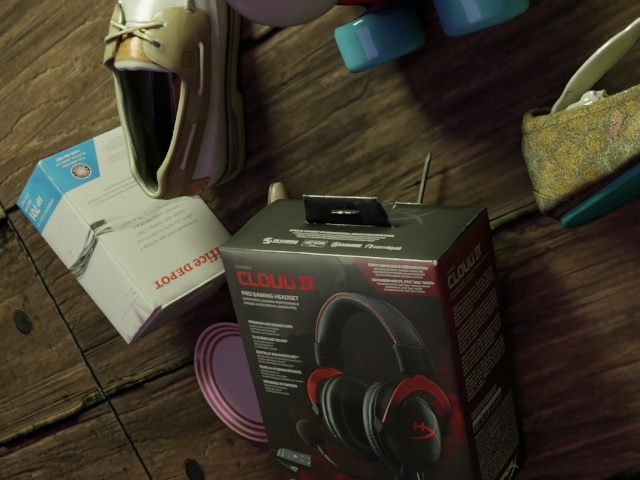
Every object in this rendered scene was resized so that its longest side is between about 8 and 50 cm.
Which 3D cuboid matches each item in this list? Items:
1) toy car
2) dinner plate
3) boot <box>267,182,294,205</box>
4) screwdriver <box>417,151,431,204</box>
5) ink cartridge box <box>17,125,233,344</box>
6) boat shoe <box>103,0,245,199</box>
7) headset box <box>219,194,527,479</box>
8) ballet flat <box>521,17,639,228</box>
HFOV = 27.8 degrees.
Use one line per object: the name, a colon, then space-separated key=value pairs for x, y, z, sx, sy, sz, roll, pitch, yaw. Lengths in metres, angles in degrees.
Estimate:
toy car: x=0.006 y=-0.230 z=0.968 sx=0.210 sy=0.238 sz=0.219 roll=-13 pitch=103 yaw=43
dinner plate: x=-0.078 y=0.149 z=1.378 sx=0.141 sy=0.017 sz=0.141 roll=19 pitch=122 yaw=33
boot: x=0.000 y=0.000 z=1.229 sx=0.087 sy=0.042 sz=0.119 roll=-1 pitch=111 yaw=33
screwdriver: x=0.082 y=-0.006 z=1.167 sx=0.025 sy=0.024 sz=0.170 roll=-132 pitch=42 yaw=-53
ink cartridge box: x=-0.190 y=-0.011 z=1.307 sx=0.191 sy=0.139 sz=0.082 roll=51 pitch=135 yaw=8
boat shoe: x=-0.142 y=-0.184 z=1.208 sx=0.113 sy=0.103 sz=0.302 roll=5 pitch=114 yaw=38
headset box: x=0.048 y=0.090 z=1.149 sx=0.218 sy=0.110 sz=0.293 roll=4 pitch=118 yaw=31
ballet flat: x=0.273 y=-0.120 z=0.894 sx=0.348 sy=0.123 sz=0.123 roll=-31 pitch=90 yaw=44
